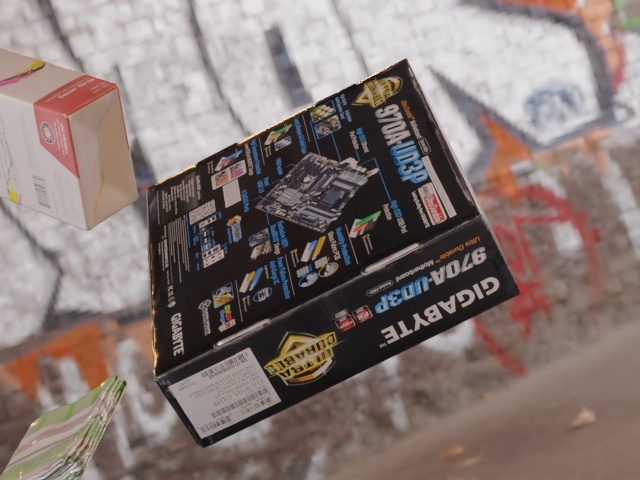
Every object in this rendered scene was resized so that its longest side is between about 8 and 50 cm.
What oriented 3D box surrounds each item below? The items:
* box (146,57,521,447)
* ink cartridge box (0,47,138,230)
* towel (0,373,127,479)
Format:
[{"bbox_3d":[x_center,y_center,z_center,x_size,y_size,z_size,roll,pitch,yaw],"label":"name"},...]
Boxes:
[{"bbox_3d":[-0.005,-0.003,0.811,0.175,0.051,0.220,-27,27,6],"label":"box"},{"bbox_3d":[-0.257,-0.096,1.320,0.198,0.115,0.067,20,41,33],"label":"ink cartridge box"},{"bbox_3d":[-0.227,0.172,1.278,0.113,0.023,0.152,-28,17,19],"label":"towel"}]
